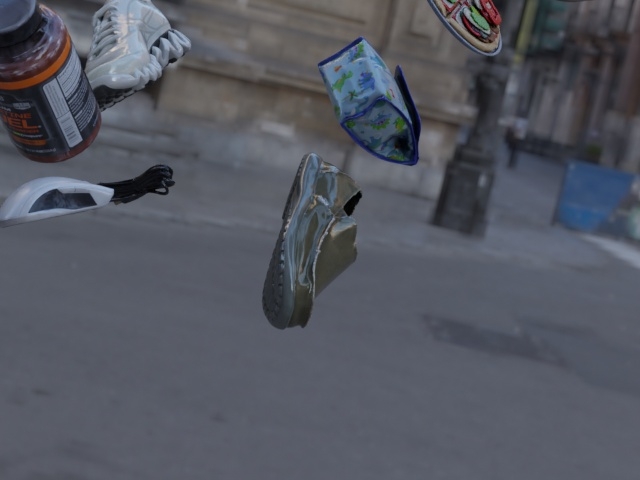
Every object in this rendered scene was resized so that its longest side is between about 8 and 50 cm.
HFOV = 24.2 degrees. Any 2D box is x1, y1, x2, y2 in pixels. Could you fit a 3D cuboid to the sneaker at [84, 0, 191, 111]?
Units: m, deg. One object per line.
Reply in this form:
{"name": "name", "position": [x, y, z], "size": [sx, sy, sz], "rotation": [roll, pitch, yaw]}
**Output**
{"name": "sneaker", "position": [-0.259, -0.247, 1.918], "size": [0.110, 0.118, 0.292], "rotation": [-25, 15, 16]}

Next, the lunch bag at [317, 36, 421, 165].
{"name": "lunch bag", "position": [0.080, -0.184, 2.051], "size": [0.151, 0.096, 0.129], "rotation": [43, 23, -48]}

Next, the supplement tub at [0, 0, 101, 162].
{"name": "supplement tub", "position": [-0.304, -0.177, 1.567], "size": [0.106, 0.106, 0.198], "rotation": [16, -31, 21]}

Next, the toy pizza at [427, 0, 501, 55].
{"name": "toy pizza", "position": [0.221, -0.374, 2.303], "size": [0.032, 0.201, 0.201], "rotation": [-35, -21, 30]}

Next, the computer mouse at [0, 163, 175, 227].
{"name": "computer mouse", "position": [-0.251, -0.049, 1.534], "size": [0.106, 0.042, 0.193], "rotation": [-8, 4, 42]}

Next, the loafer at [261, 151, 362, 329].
{"name": "loafer", "position": [0.000, 0.000, 1.566], "size": [0.087, 0.094, 0.251], "rotation": [18, 42, -4]}
